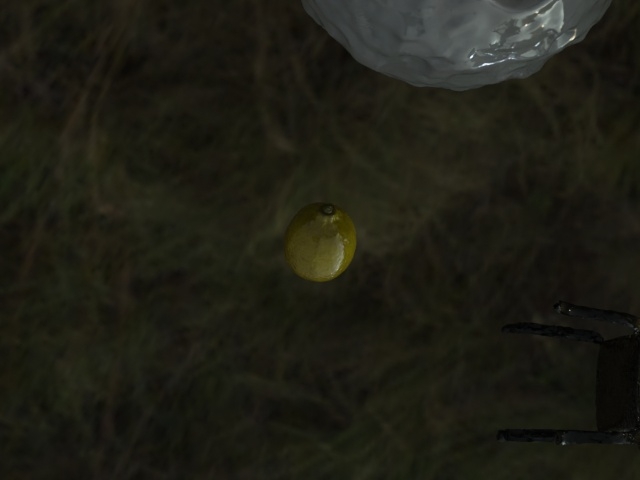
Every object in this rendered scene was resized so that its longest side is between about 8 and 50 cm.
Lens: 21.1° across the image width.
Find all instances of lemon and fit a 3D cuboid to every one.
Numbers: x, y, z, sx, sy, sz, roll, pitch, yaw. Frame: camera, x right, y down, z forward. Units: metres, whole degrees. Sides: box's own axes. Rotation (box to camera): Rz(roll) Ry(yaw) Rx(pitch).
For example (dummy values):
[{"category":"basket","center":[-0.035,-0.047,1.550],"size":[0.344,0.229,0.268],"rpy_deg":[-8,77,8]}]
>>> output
[{"category":"lemon","center":[0.000,0.000,1.434],"size":[0.062,0.062,0.083],"rpy_deg":[15,137,4]}]

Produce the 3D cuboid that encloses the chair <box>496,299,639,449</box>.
[{"category":"chair","center":[0.285,0.138,1.623],"size":[0.213,0.174,0.149],"rpy_deg":[6,170,-19]}]

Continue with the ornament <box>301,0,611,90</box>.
[{"category":"ornament","center":[0.125,-0.297,1.552],"size":[0.337,0.337,0.337],"rpy_deg":[9,133,10]}]
